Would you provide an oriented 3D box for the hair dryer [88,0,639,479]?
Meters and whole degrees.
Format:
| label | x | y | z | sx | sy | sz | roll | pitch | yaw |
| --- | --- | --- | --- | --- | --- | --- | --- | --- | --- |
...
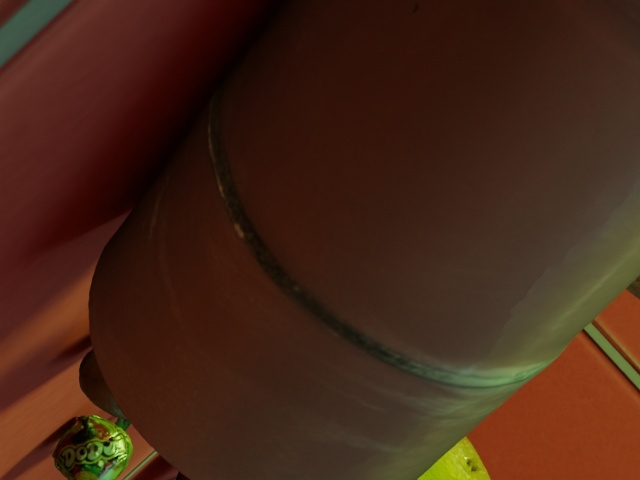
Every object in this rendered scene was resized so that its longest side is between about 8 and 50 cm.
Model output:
| label | x | y | z | sx | sy | sz | roll | pitch | yaw |
| --- | --- | --- | --- | --- | --- | --- | --- | --- | --- |
| hair dryer | 0.081 | -0.075 | 0.544 | 0.210 | 0.125 | 0.352 | -50 | 179 | 38 |

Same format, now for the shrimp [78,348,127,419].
| label | x | y | z | sx | sy | sz | roll | pitch | yaw |
| --- | --- | --- | --- | --- | --- | --- | --- | --- | --- |
| shrimp | -0.019 | 0.040 | 0.625 | 0.162 | 0.045 | 0.095 | -8 | -171 | 28 |

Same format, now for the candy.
| label | x | y | z | sx | sy | sz | roll | pitch | yaw |
| --- | --- | --- | --- | --- | --- | --- | --- | --- | --- |
| candy | -0.104 | 0.097 | 0.816 | 0.035 | 0.035 | 0.123 | -61 | 177 | 9 |

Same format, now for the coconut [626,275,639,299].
| label | x | y | z | sx | sy | sz | roll | pitch | yaw |
| --- | --- | --- | --- | --- | --- | --- | --- | --- | --- |
| coconut | 0.253 | -0.084 | 0.837 | 0.239 | 0.239 | 0.244 | -35 | 167 | -40 |

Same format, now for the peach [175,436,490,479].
| label | x | y | z | sx | sy | sz | roll | pitch | yaw |
| --- | --- | --- | --- | --- | --- | --- | --- | --- | --- |
| peach | 0.011 | 0.197 | 1.251 | 0.245 | 0.248 | 0.274 | -9 | -162 | 17 |
